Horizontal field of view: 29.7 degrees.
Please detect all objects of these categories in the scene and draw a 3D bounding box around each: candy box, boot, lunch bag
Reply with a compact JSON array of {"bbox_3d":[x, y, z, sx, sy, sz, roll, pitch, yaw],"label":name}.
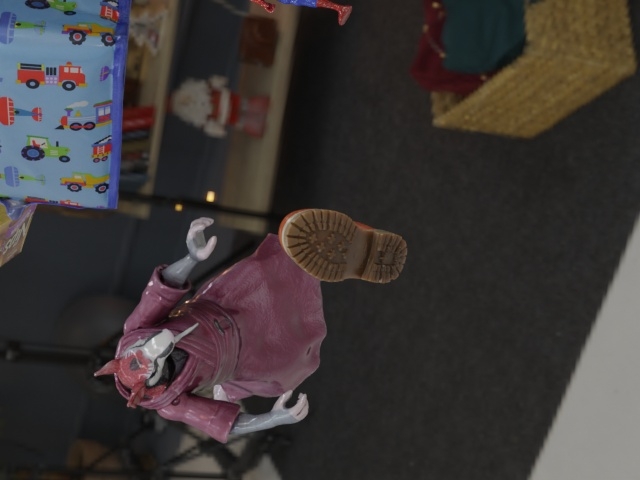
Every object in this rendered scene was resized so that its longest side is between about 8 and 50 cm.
[{"bbox_3d":[-0.557,-0.008,2.068,0.187,0.053,0.109,-55,-11,-71],"label":"candy box"},{"bbox_3d":[0.000,0.000,1.061,0.084,0.158,0.059,22,93,36],"label":"boot"},{"bbox_3d":[-0.322,-0.135,1.291,0.138,0.221,0.293,-96,14,-48],"label":"lunch bag"}]

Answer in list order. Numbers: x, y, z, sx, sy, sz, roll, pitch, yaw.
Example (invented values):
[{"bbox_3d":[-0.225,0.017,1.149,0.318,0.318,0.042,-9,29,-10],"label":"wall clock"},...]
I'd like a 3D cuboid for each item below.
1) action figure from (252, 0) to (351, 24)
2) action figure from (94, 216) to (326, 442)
[{"bbox_3d":[-0.035,-0.184,0.863,0.038,0.115,0.030,92,-157,-45],"label":"action figure"},{"bbox_3d":[-0.146,0.109,1.407,0.276,0.370,0.248,-16,91,35],"label":"action figure"}]
